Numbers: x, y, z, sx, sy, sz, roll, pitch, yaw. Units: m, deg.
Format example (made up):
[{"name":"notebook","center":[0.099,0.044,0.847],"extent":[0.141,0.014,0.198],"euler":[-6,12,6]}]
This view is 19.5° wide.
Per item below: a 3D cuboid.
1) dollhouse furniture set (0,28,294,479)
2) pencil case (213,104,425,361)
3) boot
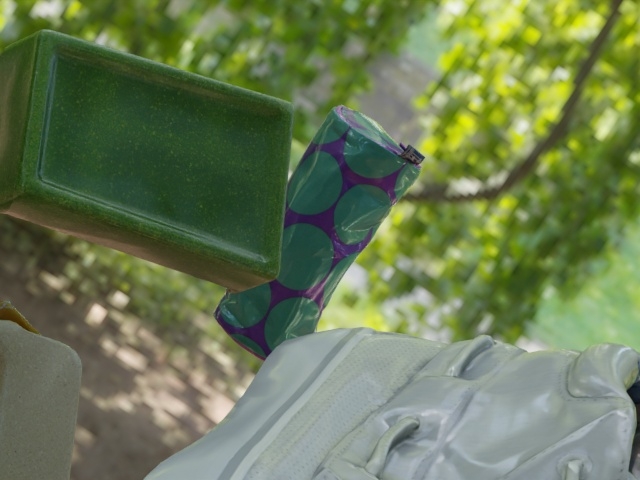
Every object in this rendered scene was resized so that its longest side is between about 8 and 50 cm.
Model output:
[{"name":"dollhouse furniture set","center":[-0.142,0.071,0.947],"extent":[0.151,0.302,0.197],"euler":[18,-21,-35]},{"name":"pencil case","center":[0.000,0.000,1.092],"extent":[0.070,0.152,0.064],"euler":[29,6,-27]},{"name":"boot","center":[0.030,0.083,0.479],"extent":[0.123,0.095,0.258],"euler":[-5,20,15]}]
